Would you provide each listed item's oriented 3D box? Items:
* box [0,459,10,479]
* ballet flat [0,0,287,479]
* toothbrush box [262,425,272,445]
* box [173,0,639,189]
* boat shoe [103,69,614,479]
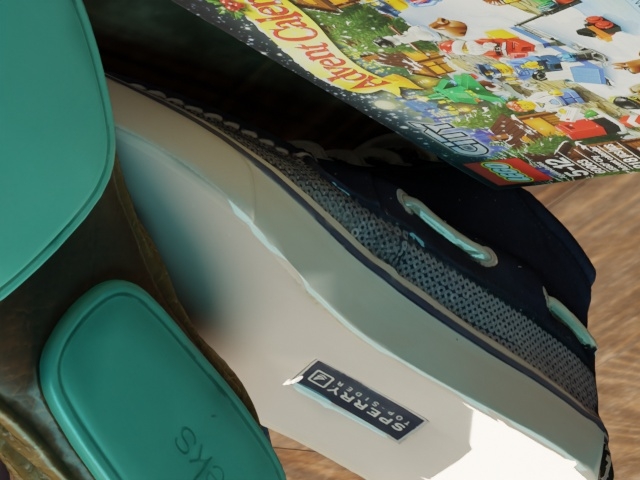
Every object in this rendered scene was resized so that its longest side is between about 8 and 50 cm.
[{"bbox_3d":[-0.245,0.098,0.407,0.182,0.296,0.294,-20,151,5],"label":"box"},{"bbox_3d":[-0.120,0.003,0.429,0.124,0.116,0.342,9,137,38],"label":"ballet flat"},{"bbox_3d":[-0.086,0.218,0.764,0.126,0.216,0.295,-11,151,-8],"label":"toothbrush box"},{"bbox_3d":[0.067,-0.084,0.429,0.159,0.044,0.233,-7,158,43],"label":"box"},{"bbox_3d":[0.000,0.000,0.561,0.340,0.158,0.127,37,131,-21],"label":"boat shoe"}]
